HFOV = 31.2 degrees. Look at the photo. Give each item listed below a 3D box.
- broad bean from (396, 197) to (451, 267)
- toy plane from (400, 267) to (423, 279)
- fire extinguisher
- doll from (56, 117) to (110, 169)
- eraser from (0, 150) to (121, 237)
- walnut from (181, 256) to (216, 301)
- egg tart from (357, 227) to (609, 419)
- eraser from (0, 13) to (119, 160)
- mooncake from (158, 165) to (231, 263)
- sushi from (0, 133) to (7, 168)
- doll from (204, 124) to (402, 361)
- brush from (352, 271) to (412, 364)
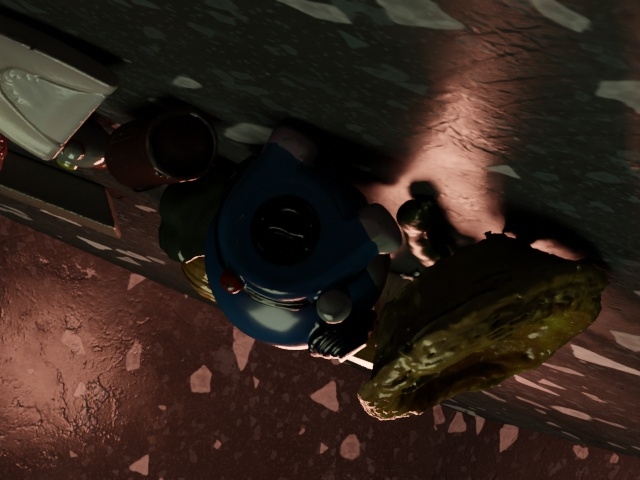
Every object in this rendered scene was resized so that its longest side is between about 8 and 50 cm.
[{"bbox_3d":[0.135,-0.007,1.491,0.052,0.052,0.256,-22,160,4],"label":"broad bean"},{"bbox_3d":[0.201,0.063,1.675,0.159,0.082,0.234,8,-178,12],"label":"toy plane"},{"bbox_3d":[-0.215,-0.116,1.495,0.104,0.105,0.269,25,169,-22],"label":"fire extinguisher"},{"bbox_3d":[-0.388,-0.162,1.639,0.245,0.076,0.142,27,-162,-11],"label":"doll"},{"bbox_3d":[-0.550,-0.107,2.274,0.352,0.077,0.111,21,167,1],"label":"eraser"},{"bbox_3d":[-0.186,0.054,2.220,0.180,0.144,0.144,25,170,-6],"label":"walnut"},{"bbox_3d":[0.187,0.095,1.407,0.150,0.352,0.352,61,-176,20],"label":"egg tart"},{"bbox_3d":[-0.371,-0.212,1.335,0.243,0.059,0.204,36,142,-18],"label":"eraser"},{"bbox_3d":[-0.147,-0.023,1.641,0.175,0.168,0.104,45,160,-30],"label":"mooncake"},{"bbox_3d":[-0.612,-0.167,2.004,0.241,0.108,0.161,13,171,38],"label":"sushi"},{"bbox_3d":[-0.028,0.012,1.396,0.284,0.240,0.310,58,179,9],"label":"doll"},{"bbox_3d":[0.115,0.146,1.992,0.266,0.166,0.174,15,170,30],"label":"brush"}]
